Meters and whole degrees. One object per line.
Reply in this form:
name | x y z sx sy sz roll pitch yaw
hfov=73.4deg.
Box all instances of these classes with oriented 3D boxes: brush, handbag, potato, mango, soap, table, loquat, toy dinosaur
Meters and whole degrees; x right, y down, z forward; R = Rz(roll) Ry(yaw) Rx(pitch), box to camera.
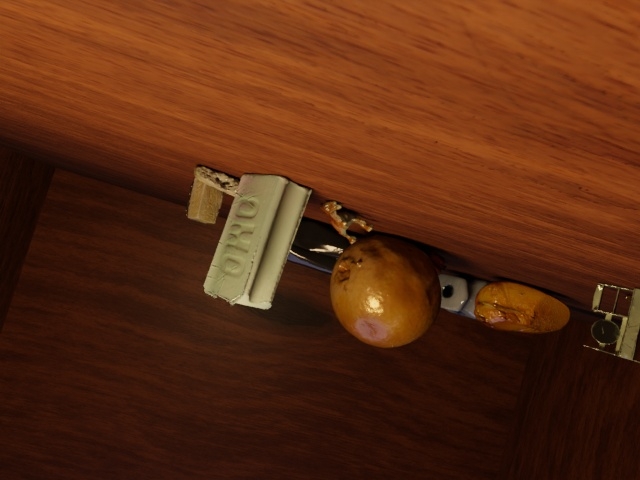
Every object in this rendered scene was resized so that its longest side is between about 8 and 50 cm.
brush | 0.368 0.072 1.425 0.070 0.051 0.323 11 175 34
handbag | 0.008 0.013 1.501 0.343 0.152 0.288 20 -172 -2
potato | -0.324 -0.108 1.212 0.061 0.122 0.086 4 171 42
mango | 0.721 0.236 1.518 0.350 0.201 0.199 9 -145 -15
soap | -0.130 0.000 0.848 0.094 0.261 0.150 23 173 -37
table | 0.656 0.176 0.893 0.175 0.146 0.062 13 176 40
loquat | 0.185 0.143 1.235 0.329 0.328 0.328 16 177 1
toy dinosaur | 0.039 -0.048 1.013 0.142 0.057 0.212 30 171 -20

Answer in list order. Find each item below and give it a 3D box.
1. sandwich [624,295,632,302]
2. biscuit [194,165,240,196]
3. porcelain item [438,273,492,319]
sandwich | 0.809 0.157 0.974 0.079 0.113 0.163 18 -149 -42
biscuit | -0.184 -0.119 1.029 0.265 0.040 0.188 19 178 -42
porcelain item | 0.689 0.258 1.905 0.405 0.178 0.243 15 177 -35
